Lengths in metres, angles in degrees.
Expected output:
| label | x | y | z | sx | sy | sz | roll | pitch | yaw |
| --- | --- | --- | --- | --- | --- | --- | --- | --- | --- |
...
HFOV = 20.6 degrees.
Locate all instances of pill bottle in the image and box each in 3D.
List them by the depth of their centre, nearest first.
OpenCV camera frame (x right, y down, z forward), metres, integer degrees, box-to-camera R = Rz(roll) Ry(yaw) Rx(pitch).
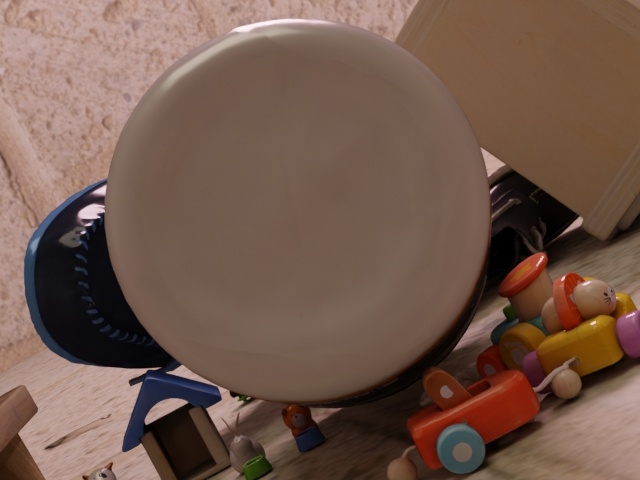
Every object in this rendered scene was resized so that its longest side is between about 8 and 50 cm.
| label | x | y | z | sx | sy | sz | roll | pitch | yaw |
| --- | --- | --- | --- | --- | --- | --- | --- | --- | --- |
| pill bottle | 0.000 | 0.000 | 0.840 | 0.162 | 0.162 | 0.278 | -28 | -7 | 1 |

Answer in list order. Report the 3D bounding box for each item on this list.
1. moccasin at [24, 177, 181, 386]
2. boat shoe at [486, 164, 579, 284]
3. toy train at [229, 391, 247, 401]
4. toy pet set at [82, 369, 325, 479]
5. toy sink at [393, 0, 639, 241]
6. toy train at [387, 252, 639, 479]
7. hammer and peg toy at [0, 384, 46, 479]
| label | x | y | z | sx | sy | sz | roll | pitch | yaw |
| --- | --- | --- | --- | --- | --- | --- | --- | --- | --- |
| moccasin | -0.034 | 0.001 | 1.085 | 0.116 | 0.138 | 0.342 | -5 | 5 | 35 |
| boat shoe | 0.106 | 0.009 | 1.085 | 0.206 | 0.075 | 0.065 | -25 | 45 | -37 |
| toy train | -0.022 | 0.084 | 1.148 | 0.083 | 0.017 | 0.023 | -26 | -6 | 18 |
| toy pet set | -0.070 | 0.099 | 0.943 | 0.122 | 0.065 | 0.114 | -28 | 5 | -3 |
| toy sink | 0.176 | -0.095 | 1.066 | 0.131 | 0.234 | 0.153 | -59 | -8 | 25 |
| toy train | 0.077 | 0.048 | 0.761 | 0.125 | 0.046 | 0.166 | -27 | 5 | 5 |
| hammer and peg toy | -0.307 | 0.176 | 1.127 | 0.266 | 0.127 | 0.361 | -30 | 4 | 0 |
